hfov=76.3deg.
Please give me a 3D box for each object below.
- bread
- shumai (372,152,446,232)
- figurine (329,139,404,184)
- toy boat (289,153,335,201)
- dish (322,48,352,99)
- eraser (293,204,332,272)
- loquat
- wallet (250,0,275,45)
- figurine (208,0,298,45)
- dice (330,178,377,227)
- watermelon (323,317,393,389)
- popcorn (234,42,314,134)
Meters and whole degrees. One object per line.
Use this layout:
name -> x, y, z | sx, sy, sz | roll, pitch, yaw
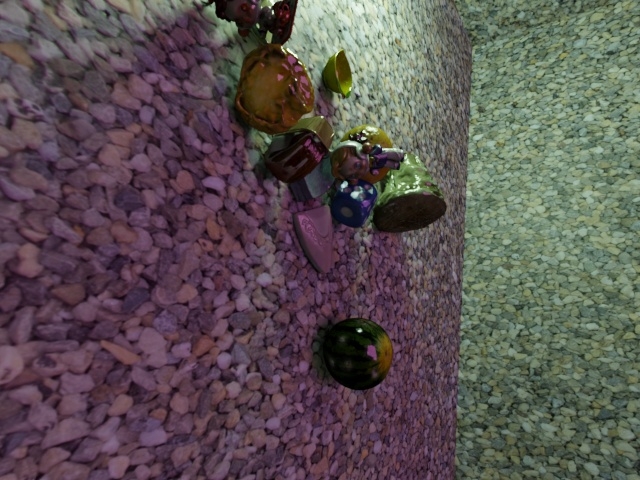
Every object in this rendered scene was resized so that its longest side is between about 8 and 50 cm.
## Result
bread -> -0.070, -0.280, 1.276 | 0.142, 0.224, 0.212 | 44, 67, -36
shumai -> 0.393, -0.230, 1.892 | 0.397, 0.323, 0.324 | 27, 51, -56
figurine -> 0.162, -0.296, 1.456 | 0.194, 0.274, 0.133 | 71, 2, -63
toy boat -> -0.011, -0.245, 1.476 | 0.283, 0.078, 0.127 | -51, 124, -43
dish -> 0.061, -0.648, 1.611 | 0.148, 0.080, 0.208 | 17, 72, -57
eraser -> 0.001, 0.000, 1.483 | 0.204, 0.059, 0.244 | -24, 102, -53
loquat -> 0.175, -0.341, 1.621 | 0.243, 0.243, 0.244 | 7, 82, -54
wallet -> -0.173, -0.706, 1.316 | 0.110, 0.039, 0.155 | 46, 51, -39
figurine -> -0.202, -0.660, 1.145 | 0.226, 0.183, 0.160 | 12, 88, -27
dice -> 0.129, -0.144, 1.571 | 0.146, 0.143, 0.147 | -57, 168, -41
watermelon -> 0.137, 0.408, 1.484 | 0.269, 0.268, 0.269 | 7, 82, -54
popcorn -> -0.132, -0.435, 1.198 | 0.190, 0.250, 0.250 | -103, 173, -67
